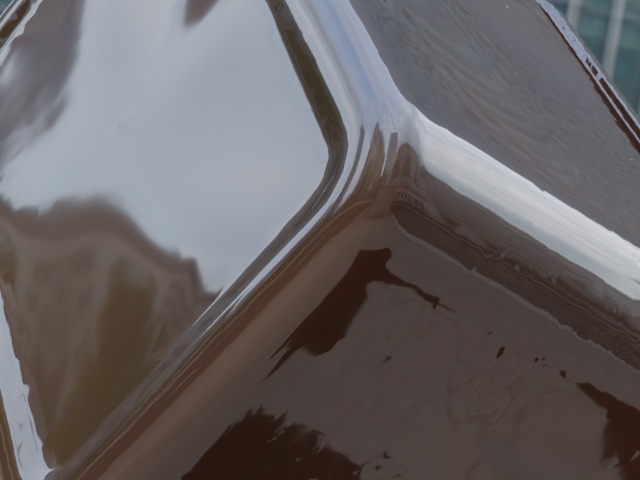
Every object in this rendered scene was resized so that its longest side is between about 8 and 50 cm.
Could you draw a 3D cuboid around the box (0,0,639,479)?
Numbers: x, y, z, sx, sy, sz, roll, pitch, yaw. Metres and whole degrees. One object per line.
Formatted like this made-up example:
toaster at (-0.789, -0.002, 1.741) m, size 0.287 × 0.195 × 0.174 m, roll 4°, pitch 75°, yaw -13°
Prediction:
box at (0.000, 0.000, 0.779) m, size 0.229 × 0.239 × 0.339 m, roll 30°, pitch 22°, yaw -35°
